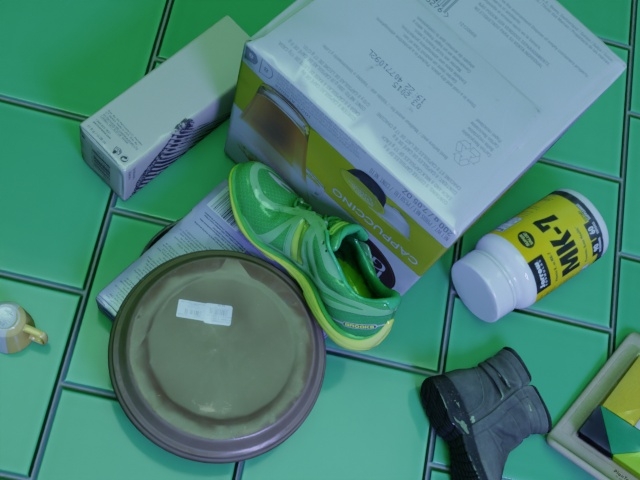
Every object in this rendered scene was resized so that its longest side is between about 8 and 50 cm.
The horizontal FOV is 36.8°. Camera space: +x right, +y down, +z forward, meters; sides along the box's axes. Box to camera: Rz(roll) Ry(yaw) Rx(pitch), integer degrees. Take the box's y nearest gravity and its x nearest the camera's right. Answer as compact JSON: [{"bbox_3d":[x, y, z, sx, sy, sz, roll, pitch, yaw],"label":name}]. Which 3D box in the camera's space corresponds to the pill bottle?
[{"bbox_3d":[0.296,0.023,1.367,0.208,0.119,0.119,-31,79,-20],"label":"pill bottle"}]

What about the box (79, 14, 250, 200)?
[{"bbox_3d":[-0.202,-0.186,1.346,0.094,0.113,0.275,46,69,6],"label":"box"}]

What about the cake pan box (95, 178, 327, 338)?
[{"bbox_3d":[-0.127,0.083,1.284,0.267,0.070,0.246,42,65,5],"label":"cake pan box"}]

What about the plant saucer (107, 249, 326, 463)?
[{"bbox_3d":[-0.126,0.138,1.208,0.277,0.041,0.278,4,70,-10],"label":"plant saucer"}]

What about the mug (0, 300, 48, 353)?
[{"bbox_3d":[-0.390,0.105,1.222,0.078,0.064,0.062,-8,71,-15],"label":"mug"}]

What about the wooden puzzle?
[{"bbox_3d":[0.463,0.253,1.314,0.221,0.044,0.238,34,63,28],"label":"wooden puzzle"}]

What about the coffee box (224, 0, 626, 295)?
[{"bbox_3d":[0.116,-0.169,1.283,0.337,0.334,0.338,44,69,6],"label":"coffee box"}]

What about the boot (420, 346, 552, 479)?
[{"bbox_3d":[0.249,0.271,1.289,0.161,0.083,0.247,-13,74,-22],"label":"boot"}]

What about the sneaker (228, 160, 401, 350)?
[{"bbox_3d":[0.000,0.000,1.230,0.295,0.123,0.109,49,37,12],"label":"sneaker"}]
